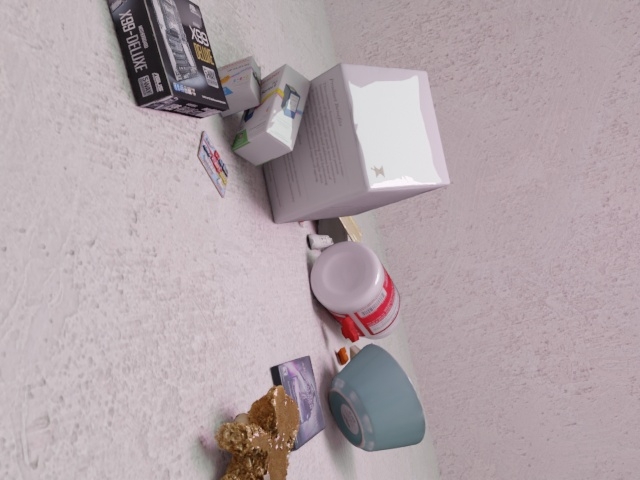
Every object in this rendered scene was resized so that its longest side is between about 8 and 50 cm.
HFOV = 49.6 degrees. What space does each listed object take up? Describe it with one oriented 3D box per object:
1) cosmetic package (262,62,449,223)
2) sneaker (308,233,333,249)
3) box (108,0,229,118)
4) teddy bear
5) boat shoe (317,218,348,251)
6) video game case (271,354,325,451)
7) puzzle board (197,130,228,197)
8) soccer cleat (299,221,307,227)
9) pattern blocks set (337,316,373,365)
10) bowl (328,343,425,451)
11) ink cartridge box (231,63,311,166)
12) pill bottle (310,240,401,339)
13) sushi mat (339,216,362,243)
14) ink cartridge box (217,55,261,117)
[{"bbox_3d":[0.077,-0.252,1.895,0.327,0.393,0.330,-7,84,-41],"label":"cosmetic package"},{"bbox_3d":[0.000,0.000,2.280,0.152,0.061,0.054,5,73,-75],"label":"sneaker"},{"bbox_3d":[-0.300,-0.381,1.396,0.307,0.076,0.243,-22,97,-77],"label":"box"},{"bbox_3d":[-0.126,0.424,1.226,0.245,0.113,0.338,46,38,-51],"label":"teddy bear"},{"bbox_3d":[0.040,-0.072,2.411,0.091,0.114,0.303,17,60,-68],"label":"boat shoe"},{"bbox_3d":[-0.050,0.393,1.709,0.274,0.026,0.196,15,61,-74],"label":"video game case"},{"bbox_3d":[-0.240,-0.173,1.566,0.096,0.011,0.128,-91,161,-47],"label":"puzzle board"},{"bbox_3d":[-0.053,-0.072,2.213,0.083,0.029,0.036,-79,160,-56],"label":"soccer cleat"},{"bbox_3d":[0.140,0.417,2.126,0.285,0.026,0.325,47,-32,40],"label":"pattern blocks set"},{"bbox_3d":[0.136,0.464,1.946,0.311,0.163,0.312,45,-34,42],"label":"bowl"},{"bbox_3d":[-0.123,-0.312,1.733,0.093,0.154,0.213,32,60,-31],"label":"ink cartridge box"},{"bbox_3d":[0.133,0.182,2.262,0.408,0.228,0.229,54,25,-59],"label":"pill bottle"},{"bbox_3d":[0.058,-0.122,2.326,0.317,0.019,0.151,59,18,-20],"label":"sushi mat"},{"bbox_3d":[-0.208,-0.399,1.745,0.181,0.104,0.062,-93,162,-45],"label":"ink cartridge box"}]
